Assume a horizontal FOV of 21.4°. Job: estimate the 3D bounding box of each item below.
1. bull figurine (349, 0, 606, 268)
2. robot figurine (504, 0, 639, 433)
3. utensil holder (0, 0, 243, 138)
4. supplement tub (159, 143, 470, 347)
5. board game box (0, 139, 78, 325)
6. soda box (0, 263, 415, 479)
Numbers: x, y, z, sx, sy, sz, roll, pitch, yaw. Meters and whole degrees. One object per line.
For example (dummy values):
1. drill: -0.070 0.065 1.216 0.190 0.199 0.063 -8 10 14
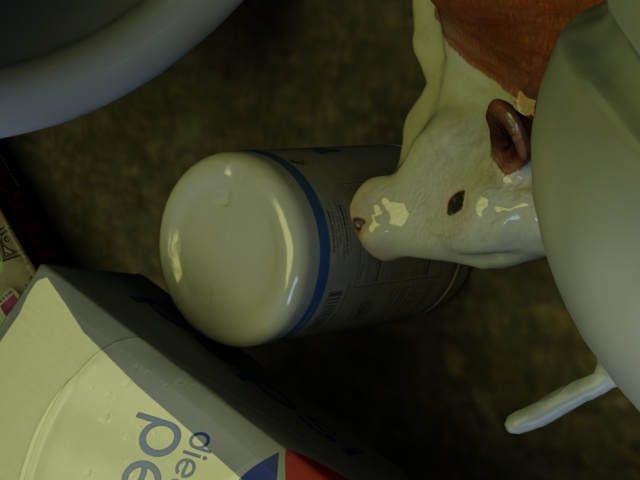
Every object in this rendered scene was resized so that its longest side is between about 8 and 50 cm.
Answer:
1. bull figurine: 0.077 -0.142 0.551 0.188 0.101 0.310 44 119 31
2. robot figurine: 0.181 -0.066 0.407 0.300 0.200 0.353 27 115 -2
3. utensil holder: -0.219 -0.255 0.643 0.385 0.328 0.327 28 111 36
4. supplement tub: 0.000 0.000 0.623 0.071 0.107 0.071 4 97 39
5. board game box: -0.273 -0.041 0.842 0.208 0.056 0.346 -41 68 17
6. soda box: 0.005 0.125 0.577 0.286 0.098 0.091 36 96 14
